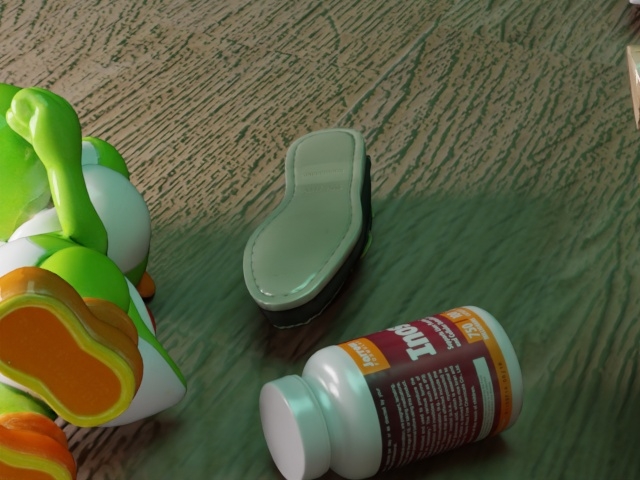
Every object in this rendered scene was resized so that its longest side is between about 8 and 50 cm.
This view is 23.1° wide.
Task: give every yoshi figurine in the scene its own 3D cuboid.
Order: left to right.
[{"bbox_3d":[-0.206,0.008,1.019,0.204,0.203,0.362,-11,27,1],"label":"yoshi figurine"}]

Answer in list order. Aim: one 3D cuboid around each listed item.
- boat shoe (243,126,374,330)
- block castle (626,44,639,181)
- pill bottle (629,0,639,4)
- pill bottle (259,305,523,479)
[{"bbox_3d":[0.000,0.000,1.141,0.081,0.068,0.227,-4,32,15],"label":"boat shoe"},{"bbox_3d":[0.294,0.028,0.790,0.213,0.303,0.453,-5,10,4],"label":"block castle"},{"bbox_3d":[0.423,-0.264,1.480,0.246,0.136,0.136,6,35,8],"label":"pill bottle"},{"bbox_3d":[0.043,0.099,0.980,0.152,0.086,0.086,-15,37,-23],"label":"pill bottle"}]
